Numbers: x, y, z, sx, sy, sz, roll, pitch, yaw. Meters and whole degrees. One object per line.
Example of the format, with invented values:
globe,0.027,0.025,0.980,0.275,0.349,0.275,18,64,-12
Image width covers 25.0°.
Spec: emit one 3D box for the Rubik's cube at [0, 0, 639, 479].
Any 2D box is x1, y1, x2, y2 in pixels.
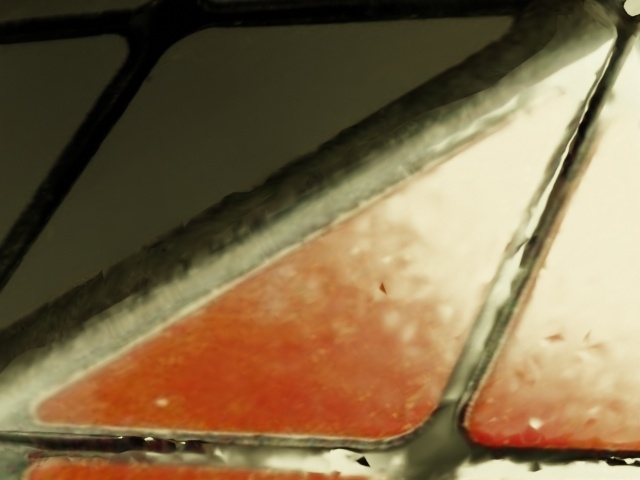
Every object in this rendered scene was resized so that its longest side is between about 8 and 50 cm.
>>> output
Rubik's cube,0.000,0.000,0.575,0.255,0.260,0.259,-30,132,0
